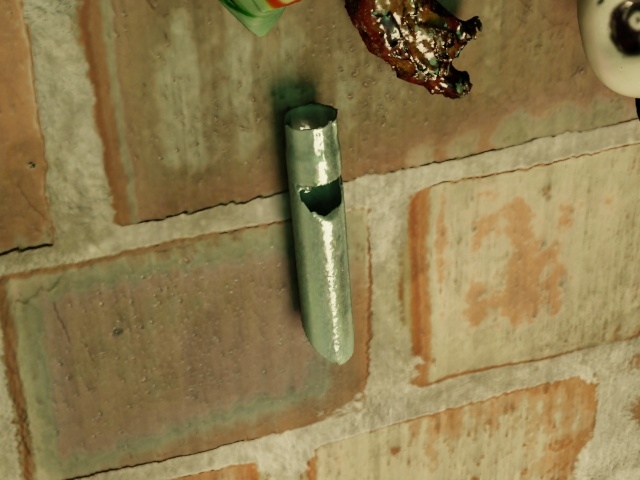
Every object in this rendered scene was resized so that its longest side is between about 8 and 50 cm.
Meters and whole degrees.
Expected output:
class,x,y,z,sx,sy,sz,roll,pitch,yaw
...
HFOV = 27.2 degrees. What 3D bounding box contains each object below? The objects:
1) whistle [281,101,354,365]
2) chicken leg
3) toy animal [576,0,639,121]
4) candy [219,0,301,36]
class,x,y,z,sx,sy,sz,roll,pitch,yaw
whistle,0.000,0.000,1.442,0.062,0.062,0.312,-14,124,-15
chicken leg,0.089,-0.227,1.341,0.105,0.063,0.234,-47,125,3
toy animal,0.402,-0.225,1.387,0.251,0.251,0.310,-37,116,1
candy,0.018,-0.288,1.094,0.263,0.398,0.172,42,53,-43
